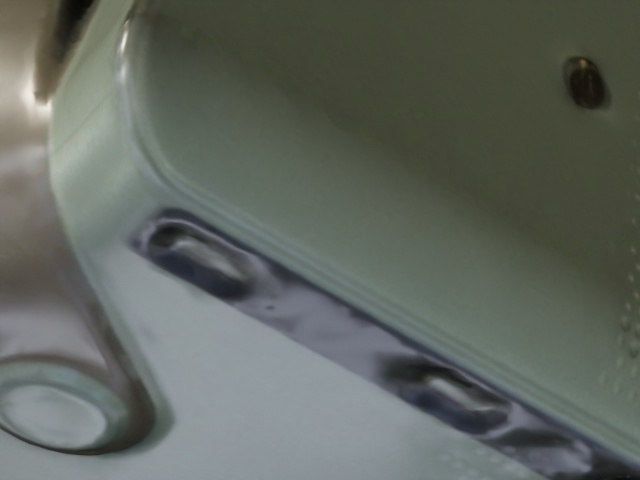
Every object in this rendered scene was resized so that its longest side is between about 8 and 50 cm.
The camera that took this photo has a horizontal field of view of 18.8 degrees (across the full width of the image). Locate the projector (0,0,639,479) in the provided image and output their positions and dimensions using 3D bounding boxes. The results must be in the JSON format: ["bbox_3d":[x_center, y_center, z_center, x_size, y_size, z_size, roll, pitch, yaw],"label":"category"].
[{"bbox_3d":[0.000,0.000,0.471,0.242,0.163,0.177,30,136,-20],"label":"projector"}]
